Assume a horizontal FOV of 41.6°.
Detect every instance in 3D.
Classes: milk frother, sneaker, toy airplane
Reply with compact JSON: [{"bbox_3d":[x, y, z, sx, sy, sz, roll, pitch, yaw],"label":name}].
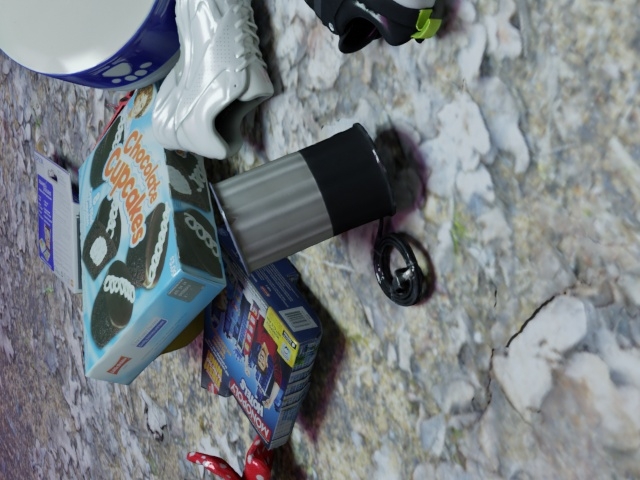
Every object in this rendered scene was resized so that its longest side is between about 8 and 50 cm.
[{"bbox_3d":[0.000,0.000,0.696,0.129,0.134,0.143,75,170,-59],"label":"milk frother"},{"bbox_3d":[0.008,-0.203,0.687,0.234,0.084,0.097,28,121,52],"label":"sneaker"},{"bbox_3d":[-0.259,-0.175,1.112,0.151,0.028,0.151,-44,26,29],"label":"toy airplane"},{"bbox_3d":[-0.089,-0.190,0.858,0.115,0.090,0.232,23,110,24],"label":"sneaker"}]

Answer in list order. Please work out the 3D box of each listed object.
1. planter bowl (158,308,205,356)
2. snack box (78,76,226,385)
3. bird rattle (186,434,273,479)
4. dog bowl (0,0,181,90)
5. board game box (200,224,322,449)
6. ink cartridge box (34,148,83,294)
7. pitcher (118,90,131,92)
[{"bbox_3d":[-0.188,0.065,1.014,0.217,0.090,0.217,-27,52,41],"label":"planter bowl"},{"bbox_3d":[-0.201,-0.023,0.950,0.187,0.060,0.322,-45,42,28],"label":"snack box"},{"bbox_3d":[-0.054,0.327,0.872,0.253,0.143,0.207,31,139,54],"label":"bird rattle"},{"bbox_3d":[-0.244,-0.300,0.909,0.265,0.104,0.265,1,92,24],"label":"dog bowl"},{"bbox_3d":[-0.068,0.114,0.897,0.194,0.060,0.194,49,136,40],"label":"board game box"},{"bbox_3d":[-0.440,-0.038,1.448,0.206,0.045,0.208,28,121,52],"label":"ink cartridge box"},{"bbox_3d":[-0.269,-0.255,1.056,0.207,0.125,0.178,-10,71,50],"label":"pitcher"}]
